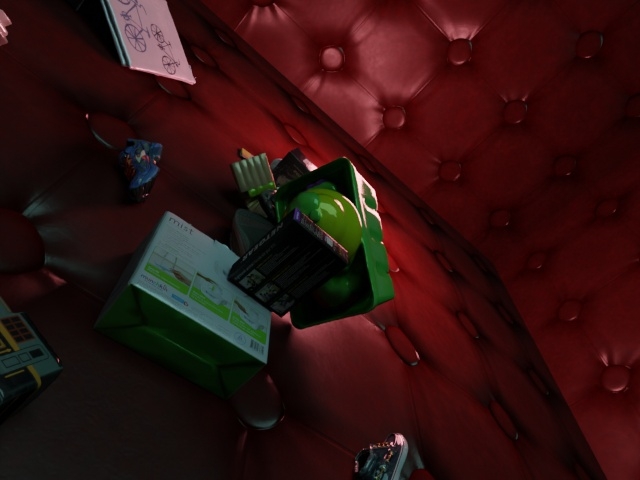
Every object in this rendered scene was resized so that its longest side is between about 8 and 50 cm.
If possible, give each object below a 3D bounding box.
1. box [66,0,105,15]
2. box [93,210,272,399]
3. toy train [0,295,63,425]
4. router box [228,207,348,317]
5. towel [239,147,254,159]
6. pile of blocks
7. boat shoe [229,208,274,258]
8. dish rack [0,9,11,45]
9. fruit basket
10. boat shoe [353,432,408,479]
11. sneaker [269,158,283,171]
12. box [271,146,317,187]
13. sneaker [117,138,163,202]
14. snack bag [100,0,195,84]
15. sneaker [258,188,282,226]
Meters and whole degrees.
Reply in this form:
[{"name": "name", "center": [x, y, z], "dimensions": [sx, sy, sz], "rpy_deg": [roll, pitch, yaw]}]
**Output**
[{"name": "box", "center": [-0.750, -0.812, 1.525], "dimensions": [0.207, 0.108, 0.153], "rpy_deg": [46, 22, -2]}, {"name": "box", "center": [-0.222, 0.108, 0.889], "dimensions": [0.262, 0.127, 0.231], "rpy_deg": [36, 24, -22]}, {"name": "toy train", "center": [-0.447, 0.085, 0.546], "dimensions": [0.334, 0.142, 0.190], "rpy_deg": [48, 10, 8]}, {"name": "router box", "center": [-0.058, 0.045, 0.894], "dimensions": [0.133, 0.179, 0.046], "rpy_deg": [41, 25, -21]}, {"name": "towel", "center": [-0.234, -0.273, 1.654], "dimensions": [0.083, 0.009, 0.060], "rpy_deg": [35, 25, -28]}, {"name": "pile of blocks", "center": [-0.136, -0.087, 1.429], "dimensions": [0.362, 0.149, 0.112], "rpy_deg": [49, -22, -17]}, {"name": "boat shoe", "center": [-0.163, 0.034, 1.176], "dimensions": [0.118, 0.103, 0.320], "rpy_deg": [19, 29, -29]}, {"name": "dish rack", "center": [-0.722, -0.556, 0.947], "dimensions": [0.286, 0.072, 0.333], "rpy_deg": [55, -15, 19]}, {"name": "fruit basket", "center": [0.000, 0.000, 1.120], "dimensions": [0.392, 0.282, 0.392], "rpy_deg": [28, 52, -43]}, {"name": "boat shoe", "center": [0.125, 0.441, 1.019], "dimensions": [0.083, 0.065, 0.183], "rpy_deg": [47, 24, -1]}, {"name": "sneaker", "center": [-0.076, -0.189, 1.714], "dimensions": [0.258, 0.094, 0.091], "rpy_deg": [39, 2, -23]}, {"name": "box", "center": [-0.080, -0.181, 1.574], "dimensions": [0.156, 0.158, 0.093], "rpy_deg": [44, 22, -3]}, {"name": "sneaker", "center": [-0.407, -0.158, 1.095], "dimensions": [0.087, 0.083, 0.221], "rpy_deg": [19, 27, -24]}, {"name": "snack bag", "center": [-0.558, -0.676, 1.590], "dimensions": [0.342, 0.037, 0.323], "rpy_deg": [-24, 94, -68]}, {"name": "sneaker", "center": [-0.086, -0.014, 1.326], "dimensions": [0.267, 0.106, 0.101], "rpy_deg": [52, 40, -8]}]
